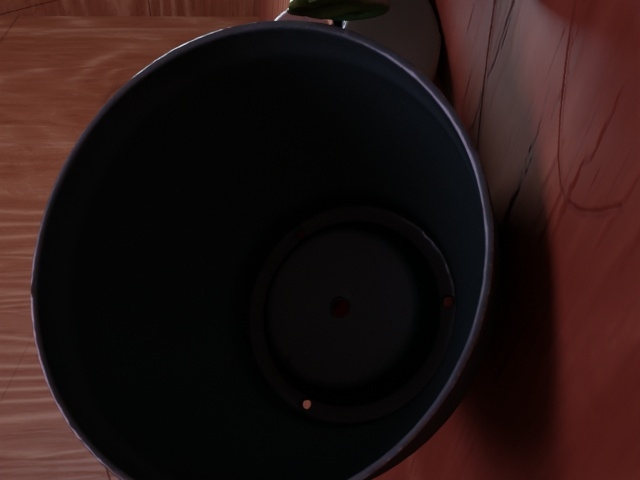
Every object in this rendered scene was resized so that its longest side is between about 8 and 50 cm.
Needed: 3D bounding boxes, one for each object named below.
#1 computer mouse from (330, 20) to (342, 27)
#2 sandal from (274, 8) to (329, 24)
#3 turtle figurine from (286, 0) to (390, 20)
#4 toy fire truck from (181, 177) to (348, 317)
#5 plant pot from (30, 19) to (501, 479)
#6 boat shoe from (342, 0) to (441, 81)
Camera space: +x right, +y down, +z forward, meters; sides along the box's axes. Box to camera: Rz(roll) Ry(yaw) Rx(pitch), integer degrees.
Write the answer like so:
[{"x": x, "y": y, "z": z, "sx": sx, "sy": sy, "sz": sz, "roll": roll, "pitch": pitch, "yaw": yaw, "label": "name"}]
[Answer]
[{"x": 0.013, "y": -0.347, "z": 1.206, "sx": 0.188, "sy": 0.072, "sz": 0.272, "roll": 105, "pitch": 150, "yaw": -63, "label": "computer mouse"}, {"x": -0.039, "y": -0.237, "z": 1.520, "sx": 0.076, "sy": 0.102, "sz": 0.265, "roll": -105, "pitch": 12, "yaw": -54, "label": "sandal"}, {"x": 0.020, "y": -0.266, "z": 0.524, "sx": 0.275, "sy": 0.198, "sz": 0.266, "roll": 173, "pitch": 91, "yaw": -87, "label": "turtle figurine"}, {"x": -0.037, "y": -0.009, "z": 0.892, "sx": 0.169, "sy": 0.254, "sz": 0.302, "roll": 25, "pitch": 130, "yaw": 51, "label": "toy fire truck"}, {"x": -0.012, "y": 0.031, "z": 0.663, "sx": 0.196, "sy": 0.293, "sz": 0.293, "roll": 35, "pitch": -130, "yaw": -65, "label": "plant pot"}, {"x": 0.055, "y": -0.161, "z": 0.817, "sx": 0.081, "sy": 0.079, "sz": 0.227, "roll": 86, "pitch": -176, "yaw": -48, "label": "boat shoe"}]
